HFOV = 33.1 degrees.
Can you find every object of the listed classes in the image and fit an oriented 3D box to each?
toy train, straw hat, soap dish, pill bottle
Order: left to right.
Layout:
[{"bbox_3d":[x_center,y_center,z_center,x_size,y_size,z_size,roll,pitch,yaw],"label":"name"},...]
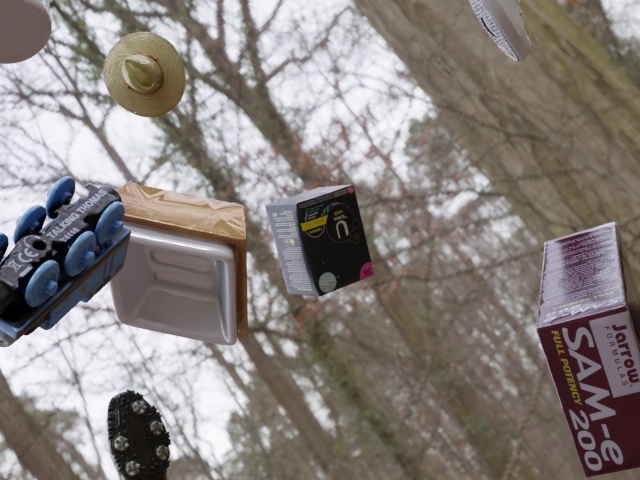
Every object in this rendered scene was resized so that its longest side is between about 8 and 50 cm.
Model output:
[{"bbox_3d":[-0.426,-0.343,1.430,0.117,0.208,0.117,-12,-36,-9],"label":"pill bottle"},{"bbox_3d":[-0.237,0.022,0.950,0.184,0.080,0.105,-51,-16,-47],"label":"toy train"},{"bbox_3d":[-0.290,-0.271,1.752,0.144,0.144,0.061,-42,2,6],"label":"straw hat"},{"bbox_3d":[-0.219,0.038,1.683,0.229,0.118,0.291,11,-34,5],"label":"soap dish"}]

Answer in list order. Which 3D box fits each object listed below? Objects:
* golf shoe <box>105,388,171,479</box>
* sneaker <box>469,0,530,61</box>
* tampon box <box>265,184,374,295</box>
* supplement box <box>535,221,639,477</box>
[{"bbox_3d":[-0.292,0.378,1.735,0.105,0.273,0.120,-18,-4,-39],"label":"golf shoe"},{"bbox_3d":[0.299,-0.440,1.789,0.123,0.106,0.290,-32,-71,-1],"label":"sneaker"},{"bbox_3d":[0.000,0.000,1.803,0.120,0.101,0.161,-20,-79,-32],"label":"tampon box"},{"bbox_3d":[0.235,0.081,0.897,0.073,0.130,0.239,-17,10,17],"label":"supplement box"}]
